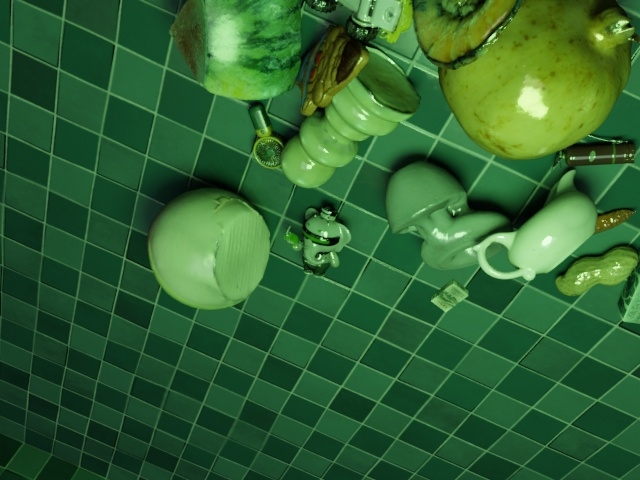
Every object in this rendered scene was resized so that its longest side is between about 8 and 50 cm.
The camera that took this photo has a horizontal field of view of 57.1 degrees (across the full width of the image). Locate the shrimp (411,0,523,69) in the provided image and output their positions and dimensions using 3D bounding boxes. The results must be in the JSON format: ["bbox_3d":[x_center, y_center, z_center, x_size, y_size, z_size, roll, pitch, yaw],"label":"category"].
[{"bbox_3d":[0.219,-0.418,0.900,0.054,0.290,0.222,-1,165,-36],"label":"shrimp"}]

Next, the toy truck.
[{"bbox_3d":[0.055,-0.471,1.073,0.286,0.111,0.136,46,142,25],"label":"toy truck"}]

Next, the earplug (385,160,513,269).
[{"bbox_3d":[0.283,-0.045,1.321,0.325,0.175,0.214,35,131,-22],"label":"earplug"}]

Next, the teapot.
[{"bbox_3d":[0.462,-0.018,1.220,0.139,0.298,0.204,49,165,12],"label":"teapot"}]

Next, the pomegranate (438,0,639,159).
[{"bbox_3d":[0.375,-0.309,0.999,0.342,0.342,0.342,7,126,10],"label":"pomegranate"}]

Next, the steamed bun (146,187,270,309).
[{"bbox_3d":[-0.299,0.012,1.448,0.309,0.309,0.309,7,126,10],"label":"steamed bun"}]

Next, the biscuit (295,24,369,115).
[{"bbox_3d":[0.011,-0.335,1.146,0.043,0.280,0.183,12,93,-25],"label":"biscuit"}]

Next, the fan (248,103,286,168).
[{"bbox_3d":[-0.123,-0.243,1.360,0.082,0.039,0.155,-7,121,21],"label":"fan"}]

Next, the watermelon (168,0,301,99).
[{"bbox_3d":[-0.160,-0.425,1.152,0.201,0.213,0.262,39,136,36],"label":"watermelon"}]

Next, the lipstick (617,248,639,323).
[{"bbox_3d":[0.746,0.065,1.313,0.076,0.077,0.290,5,126,7],"label":"lipstick"}]

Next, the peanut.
[{"bbox_3d":[0.633,0.072,1.350,0.187,0.082,0.082,-23,116,28],"label":"peanut"}]

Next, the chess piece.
[{"bbox_3d":[0.036,-0.232,1.250,0.182,0.182,0.330,38,131,-12],"label":"chess piece"}]

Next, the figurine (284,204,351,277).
[{"bbox_3d":[0.000,0.000,1.452,0.147,0.126,0.192,24,117,21],"label":"figurine"}]

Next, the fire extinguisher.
[{"bbox_3d":[0.560,-0.184,1.215,0.157,0.045,0.078,-1,96,17],"label":"fire extinguisher"}]

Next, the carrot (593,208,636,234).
[{"bbox_3d":[0.587,-0.026,1.318,0.224,0.057,0.057,-20,117,20],"label":"carrot"}]

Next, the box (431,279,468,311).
[{"bbox_3d":[0.333,0.143,1.516,0.054,0.024,0.083,36,126,-12],"label":"box"}]
